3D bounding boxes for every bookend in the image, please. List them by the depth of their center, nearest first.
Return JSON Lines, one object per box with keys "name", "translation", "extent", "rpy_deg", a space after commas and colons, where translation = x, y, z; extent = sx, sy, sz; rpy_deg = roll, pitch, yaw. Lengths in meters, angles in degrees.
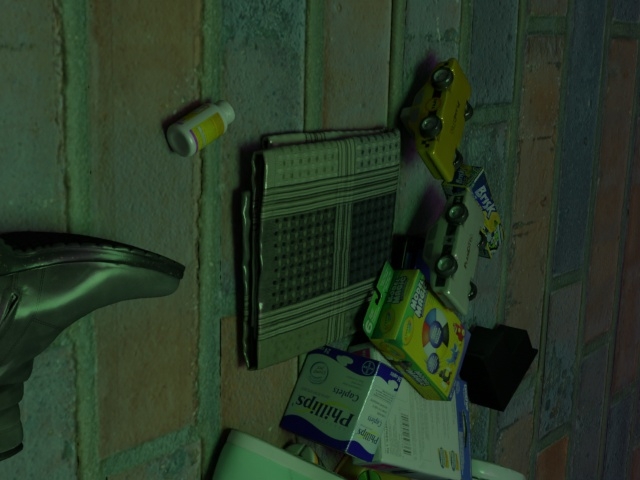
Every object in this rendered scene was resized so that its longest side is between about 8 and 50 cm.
{"name": "bookend", "translation": [0.327, 0.206, 1.739], "extent": [0.156, 0.072, 0.157], "rpy_deg": [-52, 133, -30]}

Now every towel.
{"name": "towel", "translation": [0.000, 0.000, 1.323], "extent": [0.324, 0.056, 0.312], "rpy_deg": [-15, 113, -50]}

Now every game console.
{"name": "game console", "translation": [0.164, 0.057, 1.501], "extent": [0.107, 0.071, 0.122], "rpy_deg": [5, 95, -74]}

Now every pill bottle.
{"name": "pill bottle", "translation": [-0.141, -0.136, 1.111], "extent": [0.083, 0.043, 0.043], "rpy_deg": [-40, 128, -36]}

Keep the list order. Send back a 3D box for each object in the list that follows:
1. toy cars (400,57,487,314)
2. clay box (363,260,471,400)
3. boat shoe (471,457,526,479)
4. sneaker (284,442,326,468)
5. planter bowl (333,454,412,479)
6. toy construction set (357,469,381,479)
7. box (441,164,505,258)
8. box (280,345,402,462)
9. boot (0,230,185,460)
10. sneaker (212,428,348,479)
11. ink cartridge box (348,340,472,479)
{"name": "toy cars", "translation": [0.186, -0.082, 1.455], "extent": [0.176, 0.087, 0.394], "rpy_deg": [-19, 104, -57]}
{"name": "clay box", "translation": [0.152, 0.141, 1.445], "extent": [0.222, 0.053, 0.127], "rpy_deg": [48, 52, -40]}
{"name": "boat shoe", "translation": [0.336, 0.502, 1.786], "extent": [0.335, 0.121, 0.119], "rpy_deg": [43, 62, -49]}
{"name": "sneaker", "translation": [-0.042, 0.405, 1.340], "extent": [0.083, 0.084, 0.215], "rpy_deg": [45, 65, -53]}
{"name": "planter bowl", "translation": [0.099, 0.438, 1.510], "extent": [0.217, 0.090, 0.217], "rpy_deg": [-16, 111, -47]}
{"name": "toy construction set", "translation": [0.024, 0.511, 1.294], "extent": [0.309, 0.257, 0.237], "rpy_deg": [-39, 160, -3]}
{"name": "box", "translation": [0.268, -0.051, 1.617], "extent": [0.059, 0.054, 0.169], "rpy_deg": [-51, 134, -29]}
{"name": "box", "translation": [0.030, 0.232, 1.346], "extent": [0.072, 0.126, 0.137], "rpy_deg": [35, 72, -50]}
{"name": "boot", "translation": [-0.296, 0.104, 0.930], "extent": [0.338, 0.118, 0.223], "rpy_deg": [4, 93, -42]}
{"name": "sneaker", "translation": [-0.034, 0.373, 1.253], "extent": [0.094, 0.255, 0.151], "rpy_deg": [127, -13, -78]}
{"name": "ink cartridge box", "translation": [0.152, 0.289, 1.511], "extent": [0.311, 0.065, 0.186], "rpy_deg": [27, 55, -48]}
